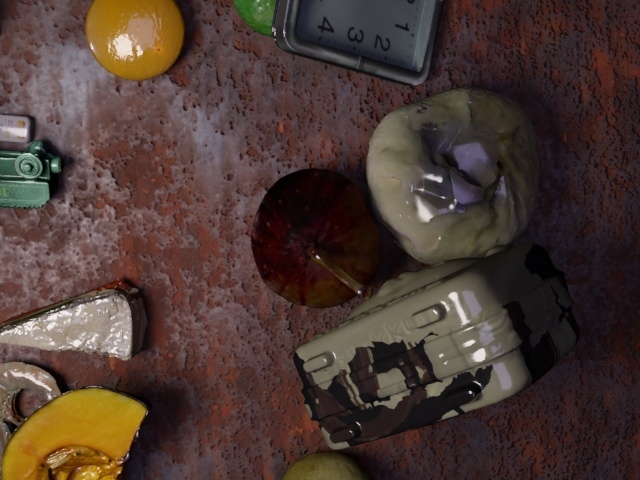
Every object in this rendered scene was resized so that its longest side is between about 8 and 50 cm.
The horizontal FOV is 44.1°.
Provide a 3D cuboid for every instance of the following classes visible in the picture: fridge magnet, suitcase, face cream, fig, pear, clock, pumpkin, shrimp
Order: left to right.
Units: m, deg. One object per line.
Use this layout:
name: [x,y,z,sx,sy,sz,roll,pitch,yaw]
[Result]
face cream: [-0.466,-0.165,1.160,0.083,0.021,0.040,4,98,-4]
shrimp: [-0.449,0.290,1.202,0.152,0.046,0.219,-1,96,-1]
pumpkin: [-0.366,0.319,1.154,0.169,0.148,0.312,20,100,-10]
fridge magnet: [-0.266,-0.302,1.139,0.143,0.063,0.143,0,98,-3]
fig: [-0.015,0.001,1.099,0.186,0.249,0.204,-7,94,9]
pear: [0.010,0.404,1.204,0.167,0.136,0.167,0,94,-2]
clock: [0.064,-0.375,1.109,0.279,0.049,0.273,7,97,-38]
suitcase: [0.165,0.129,1.088,0.351,0.339,0.194,-28,83,38]

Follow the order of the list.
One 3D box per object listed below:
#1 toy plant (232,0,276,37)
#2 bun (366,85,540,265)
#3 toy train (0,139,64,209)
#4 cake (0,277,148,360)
toy plant: [-0.105,-0.412,1.097,0.218,0.175,0.235,17,123,1]
bun: [0.200,-0.091,1.149,0.272,0.168,0.273,0,88,-5]
toy train: [-0.460,-0.094,1.144,0.172,0.070,0.099,3,114,-4]
cake: [-0.368,0.105,1.165,0.220,0.086,0.117,12,96,-6]
